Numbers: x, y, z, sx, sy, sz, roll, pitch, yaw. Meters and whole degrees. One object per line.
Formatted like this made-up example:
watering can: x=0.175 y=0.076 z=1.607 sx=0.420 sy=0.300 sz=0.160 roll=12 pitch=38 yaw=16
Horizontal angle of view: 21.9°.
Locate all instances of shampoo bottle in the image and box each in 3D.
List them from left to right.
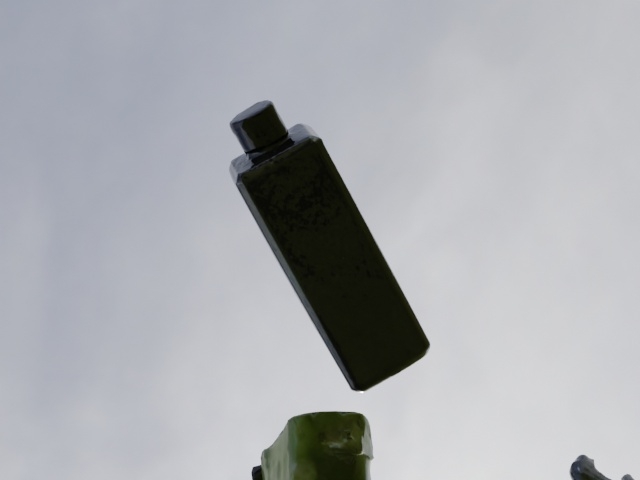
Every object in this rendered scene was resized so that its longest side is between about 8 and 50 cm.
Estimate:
shampoo bottle: x=0.000 y=0.000 z=1.355 sx=0.079 sy=0.080 sz=0.246 roll=-29 pitch=-74 yaw=-2

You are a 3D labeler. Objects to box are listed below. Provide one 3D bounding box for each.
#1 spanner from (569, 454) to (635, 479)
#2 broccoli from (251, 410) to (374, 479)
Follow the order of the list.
spanner: x=0.196 y=0.211 z=0.989 sx=0.054 sy=0.254 sz=0.015 roll=15 pitch=-62 yaw=-15
broccoli: x=0.034 y=0.313 z=1.212 sx=0.221 sy=0.252 sz=0.361 roll=78 pitch=-154 yaw=-65
